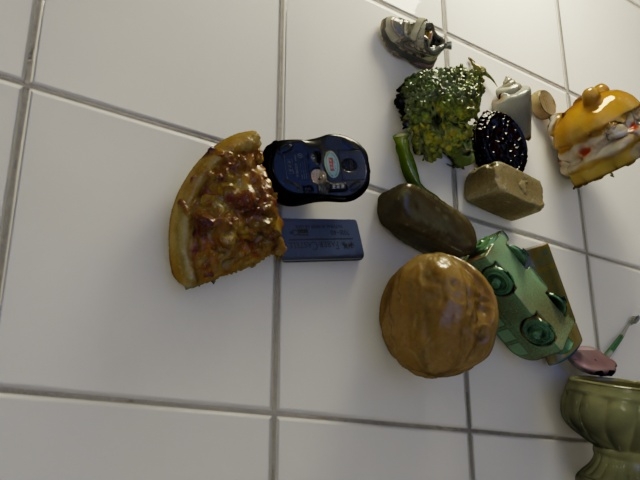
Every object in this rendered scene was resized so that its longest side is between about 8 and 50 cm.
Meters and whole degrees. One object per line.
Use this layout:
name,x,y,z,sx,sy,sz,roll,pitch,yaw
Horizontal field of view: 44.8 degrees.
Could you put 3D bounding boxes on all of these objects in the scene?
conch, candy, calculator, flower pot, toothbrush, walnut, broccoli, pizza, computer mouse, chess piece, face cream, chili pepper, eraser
conch,0.508,-0.345,2.048,0.104,0.094,0.176,-41,130,-51
candy,0.233,-0.036,1.697,0.234,0.104,0.102,26,65,-28
calculator,0.680,0.300,1.938,0.165,0.024,0.103,4,31,-36
flower pot,0.707,0.447,1.782,0.307,0.307,0.244,7,86,-36
toothbrush,0.797,0.268,2.078,0.257,0.024,0.018,-34,96,-38
walnut,0.234,0.145,1.558,0.224,0.257,0.257,41,46,-61
broccoli,0.319,-0.293,1.802,0.273,0.180,0.242,45,52,-17
pizza,-0.150,-0.046,1.400,0.226,0.086,0.336,30,63,-17
computer mouse,-0.014,-0.137,1.545,0.233,0.096,0.137,-1,74,-24
chess piece,0.617,-0.377,2.154,0.083,0.038,0.084,15,63,-33
face cream,0.557,0.152,1.902,0.139,0.067,0.285,-13,82,-39
chili pepper,0.216,-0.150,1.756,0.050,0.052,0.202,-28,94,-11
eraser,0.000,0.000,1.548,0.225,0.036,0.082,0,73,-37

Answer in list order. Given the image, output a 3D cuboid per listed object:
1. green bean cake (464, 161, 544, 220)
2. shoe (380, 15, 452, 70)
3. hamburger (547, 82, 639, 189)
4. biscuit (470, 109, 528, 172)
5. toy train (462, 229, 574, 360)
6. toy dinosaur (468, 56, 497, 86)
green bean cake,0.446,-0.118,1.885,0.179,0.109,0.085,19,64,-31
shoe,0.229,-0.481,1.856,0.180,0.092,0.089,27,60,-28
hamburger,0.747,-0.291,2.081,0.276,0.276,0.237,-28,91,-40
biscuit,0.453,-0.237,1.967,0.194,0.053,0.195,13,68,-33
toy train,0.441,0.137,1.763,0.326,0.159,0.129,49,49,-8
toy dinosaur,0.425,-0.437,2.032,0.113,0.026,0.041,41,37,-9
